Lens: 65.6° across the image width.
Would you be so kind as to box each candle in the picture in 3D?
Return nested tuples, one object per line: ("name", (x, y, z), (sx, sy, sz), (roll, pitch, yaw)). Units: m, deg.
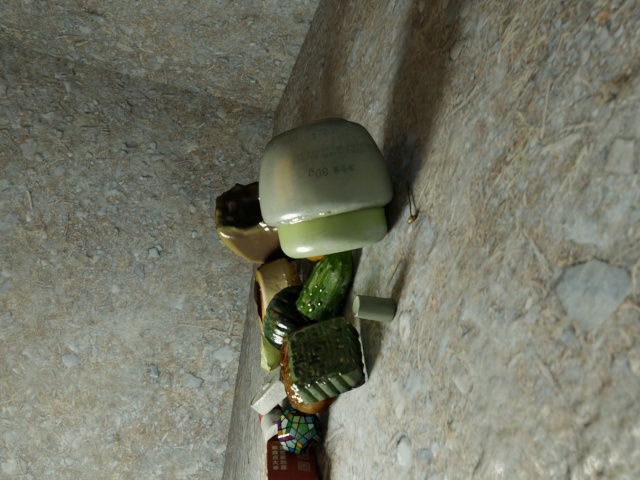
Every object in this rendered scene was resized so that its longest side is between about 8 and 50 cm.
("candle", (-0.165, 0.534, 1.799), (0.192, 0.068, 0.168), (-54, 11, -35))

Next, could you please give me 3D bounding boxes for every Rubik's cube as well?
("Rubik's cube", (-0.059, 0.534, 1.400), (0.133, 0.133, 0.111), (-165, 81, -76))

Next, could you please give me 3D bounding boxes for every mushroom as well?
("mushroom", (-0.028, 0.357, 1.387), (0.253, 0.154, 0.252), (-177, 90, -69))

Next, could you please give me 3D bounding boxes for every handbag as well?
("handbag", (-0.097, 0.679, 1.400), (0.298, 0.151, 0.170), (-120, 38, -74))

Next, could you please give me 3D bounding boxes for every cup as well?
("cup", (0.115, 0.147, 1.104), (0.075, 0.083, 0.054), (-128, 49, -73))

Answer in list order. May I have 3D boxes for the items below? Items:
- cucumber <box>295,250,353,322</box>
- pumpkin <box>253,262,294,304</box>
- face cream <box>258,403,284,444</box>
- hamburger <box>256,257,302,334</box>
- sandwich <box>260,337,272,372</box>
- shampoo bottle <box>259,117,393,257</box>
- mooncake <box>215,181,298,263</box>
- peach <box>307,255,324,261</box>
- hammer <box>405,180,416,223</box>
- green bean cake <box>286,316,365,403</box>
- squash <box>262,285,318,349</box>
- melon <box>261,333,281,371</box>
("cucumber", (0.032, 0.110, 1.404), (0.244, 0.134, 0.134), (-64, 18, 17))
("pumpkin", (-0.194, 0.177, 2.036), (0.238, 0.159, 0.237), (14, -90, -77))
("face cream", (-0.163, 0.657, 1.770), (0.214, 0.096, 0.095), (-170, 90, -76))
("hamburger", (-0.139, 0.210, 1.791), (0.302, 0.171, 0.301), (175, 90, -77))
("sandwich", (-0.211, 0.479, 2.108), (0.258, 0.096, 0.094), (-123, 40, -73))
("shampoo bottle", (0.011, -0.126, 1.202), (0.322, 0.323, 0.317), (-179, 77, -76))
("mooncake", (-0.184, -0.107, 1.818), (0.246, 0.395, 0.393), (-96, 22, -51))
("peach", (0.000, 0.000, 1.569), (0.138, 0.138, 0.138), (-169, 90, -76))
("hammer", (0.198, -0.087, 1.105), (0.029, 0.014, 0.122), (-51, 27, 44))
("green bean cake", (0.008, 0.283, 1.206), (0.181, 0.173, 0.094), (-97, -19, -46))
("squash", (-0.083, 0.245, 1.559), (0.218, 0.173, 0.218), (-60, -11, -18))
("melon", (-0.169, 0.421, 1.841), (0.160, 0.079, 0.128), (84, 179, -45))
